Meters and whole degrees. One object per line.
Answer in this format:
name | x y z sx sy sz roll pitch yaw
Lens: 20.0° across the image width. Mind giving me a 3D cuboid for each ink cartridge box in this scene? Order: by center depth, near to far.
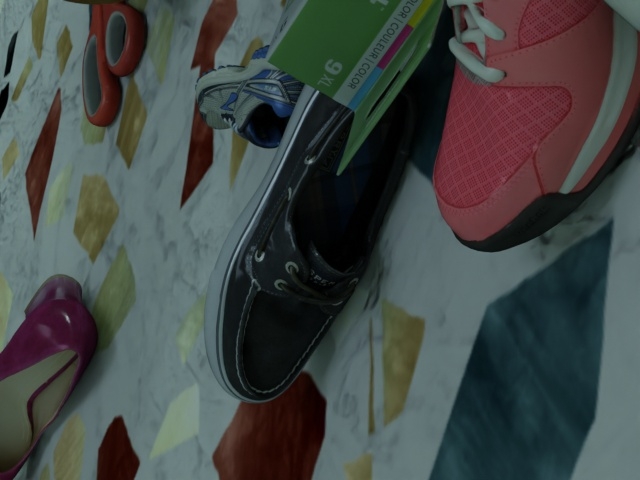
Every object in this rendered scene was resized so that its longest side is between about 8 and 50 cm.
ink cartridge box | 0.028 -0.146 0.991 0.109 0.062 0.209 -52 14 42

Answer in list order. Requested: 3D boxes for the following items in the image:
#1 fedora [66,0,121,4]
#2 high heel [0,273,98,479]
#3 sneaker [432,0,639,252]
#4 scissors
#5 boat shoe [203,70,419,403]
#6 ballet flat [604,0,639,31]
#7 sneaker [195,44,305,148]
fedora | -0.165 -0.266 1.452 0.079 0.194 0.194 67 -157 -69
high heel | -0.253 0.150 1.499 0.244 0.082 0.117 -55 22 16
sneaker | 0.094 -0.150 0.855 0.116 0.136 0.314 47 122 60
scissors | -0.194 -0.230 1.601 0.109 0.021 0.297 -57 35 41
boat shoe | 0.000 0.000 1.063 0.228 0.080 0.076 -65 27 10
ballet flat | 0.186 -0.263 0.692 0.400 0.139 0.139 -70 27 23
sneaker | -0.046 -0.088 1.214 0.135 0.052 0.058 -22 64 60
